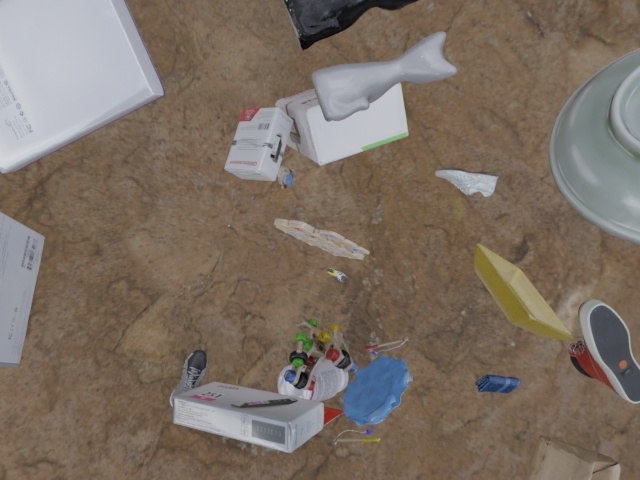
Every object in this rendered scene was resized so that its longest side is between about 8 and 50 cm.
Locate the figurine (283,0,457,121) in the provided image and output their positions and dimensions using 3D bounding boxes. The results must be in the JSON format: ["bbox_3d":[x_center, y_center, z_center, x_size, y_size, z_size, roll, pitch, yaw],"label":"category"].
[{"bbox_3d":[0.076,-0.298,0.673,0.209,0.092,0.215,-19,81,5],"label":"figurine"}]

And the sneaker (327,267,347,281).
[{"bbox_3d":[0.066,0.126,1.708,0.083,0.035,0.031,30,102,11],"label":"sneaker"}]

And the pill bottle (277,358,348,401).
[{"bbox_3d":[-0.021,0.554,1.789,0.283,0.160,0.161,8,90,-52],"label":"pill bottle"}]

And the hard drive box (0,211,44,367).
[{"bbox_3d":[-0.422,0.043,0.496,0.089,0.232,0.181,1,72,-3],"label":"hard drive box"}]

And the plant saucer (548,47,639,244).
[{"bbox_3d":[0.556,-0.181,0.673,0.401,0.400,0.100,-54,139,-5],"label":"plant saucer"}]

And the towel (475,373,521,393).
[{"bbox_3d":[0.499,0.404,1.270,0.119,0.029,0.067,13,132,-20],"label":"towel"}]

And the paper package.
[{"bbox_3d":[0.545,0.642,1.022,0.310,0.168,0.325,-59,140,-21],"label":"paper package"}]

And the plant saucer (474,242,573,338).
[{"bbox_3d":[0.673,0.193,1.557,0.332,0.333,0.081,24,120,-37],"label":"plant saucer"}]

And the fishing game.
[{"bbox_3d":[0.131,0.341,1.037,0.041,0.189,0.264,46,42,-20],"label":"fishing game"}]

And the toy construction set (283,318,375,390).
[{"bbox_3d":[0.037,0.363,1.530,0.308,0.237,0.258,17,132,-11],"label":"toy construction set"}]

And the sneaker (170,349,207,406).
[{"bbox_3d":[-0.462,0.518,1.637,0.086,0.132,0.229,25,85,-25],"label":"sneaker"}]

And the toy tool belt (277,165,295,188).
[{"bbox_3d":[-0.096,-0.179,1.321,0.051,0.083,0.052,8,52,10],"label":"toy tool belt"}]

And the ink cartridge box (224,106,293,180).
[{"bbox_3d":[-0.123,-0.191,0.910,0.056,0.099,0.136,28,75,-54],"label":"ink cartridge box"}]

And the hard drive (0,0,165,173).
[{"bbox_3d":[-0.409,-0.255,0.679,0.318,0.040,0.210,-18,101,19],"label":"hard drive"}]

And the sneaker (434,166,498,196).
[{"bbox_3d":[0.348,-0.142,1.100,0.053,0.152,0.061,-24,125,-51],"label":"sneaker"}]

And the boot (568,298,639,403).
[{"bbox_3d":[0.594,0.224,1.005,0.088,0.176,0.244,-32,102,-5],"label":"boot"}]

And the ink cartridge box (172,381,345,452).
[{"bbox_3d":[-0.116,0.335,0.926,0.274,0.238,0.060,0,89,27],"label":"ink cartridge box"}]

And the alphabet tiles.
[{"bbox_3d":[0.000,0.000,1.356,0.284,0.277,0.021,27,78,-40],"label":"alphabet tiles"}]

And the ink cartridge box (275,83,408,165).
[{"bbox_3d":[0.035,-0.268,0.985,0.198,0.273,0.115,-20,115,-10],"label":"ink cartridge box"}]
